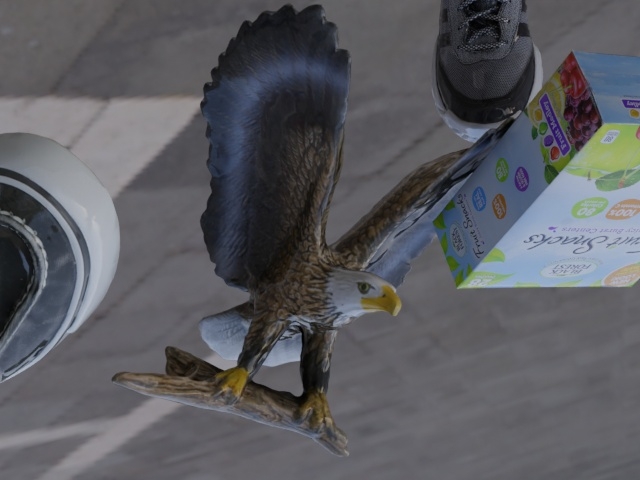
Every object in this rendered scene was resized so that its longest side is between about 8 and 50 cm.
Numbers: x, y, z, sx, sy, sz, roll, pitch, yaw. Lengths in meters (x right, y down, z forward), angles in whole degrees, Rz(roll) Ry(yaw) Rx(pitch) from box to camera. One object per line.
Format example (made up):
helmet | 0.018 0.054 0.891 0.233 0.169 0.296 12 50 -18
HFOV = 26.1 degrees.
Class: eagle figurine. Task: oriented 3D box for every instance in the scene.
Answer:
eagle figurine | 0.008 0.003 1.039 0.225 0.298 0.226 18 177 27

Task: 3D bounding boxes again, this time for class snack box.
snack box | 0.209 -0.044 1.016 0.174 0.070 0.207 0 148 -27

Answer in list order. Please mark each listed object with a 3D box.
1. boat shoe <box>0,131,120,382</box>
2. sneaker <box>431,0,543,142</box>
boat shoe | -0.153 0.041 0.520 0.219 0.078 0.070 -39 -169 39
sneaker | 0.142 -0.224 1.231 0.101 0.269 0.153 -3 144 13
